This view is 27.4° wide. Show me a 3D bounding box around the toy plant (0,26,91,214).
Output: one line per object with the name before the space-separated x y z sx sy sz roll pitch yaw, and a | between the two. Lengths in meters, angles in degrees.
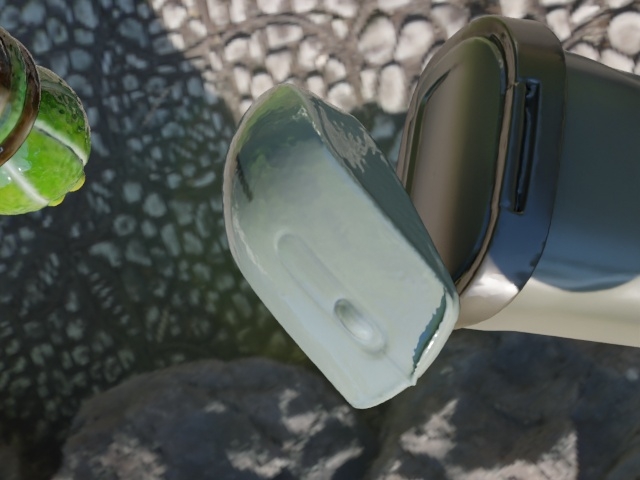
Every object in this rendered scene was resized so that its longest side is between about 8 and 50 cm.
toy plant | -0.184 -0.066 0.718 0.093 0.162 0.092 -7 67 18

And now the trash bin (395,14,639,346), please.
trash bin | 0.194 -0.021 0.945 0.250 0.219 0.219 11 78 -8

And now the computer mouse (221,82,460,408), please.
computer mouse | 0.000 0.000 0.856 0.128 0.079 0.231 -56 53 36
